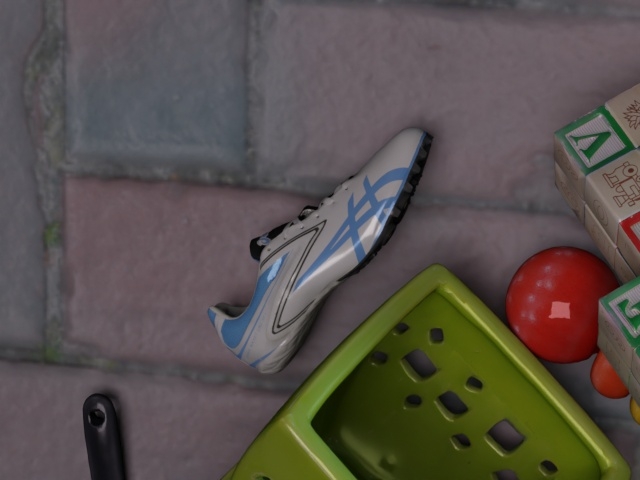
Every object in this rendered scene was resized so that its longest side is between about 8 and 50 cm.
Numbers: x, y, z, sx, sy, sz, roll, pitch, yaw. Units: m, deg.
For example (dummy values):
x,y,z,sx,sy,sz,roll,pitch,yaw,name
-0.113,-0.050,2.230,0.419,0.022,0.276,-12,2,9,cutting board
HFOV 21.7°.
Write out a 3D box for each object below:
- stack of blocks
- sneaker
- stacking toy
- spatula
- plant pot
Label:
x,y,z,sx,sy,sz,roll,pitch,yaw,name
0.277,0.034,1.161,0.171,0.087,0.297,-29,65,-5,stack of blocks
0.000,0.000,1.307,0.086,0.085,0.237,39,104,1,sneaker
0.284,0.112,1.236,0.330,0.141,0.141,29,104,12,stacking toy
-0.176,0.273,1.417,0.084,0.030,0.296,-3,98,15,spatula
0.055,0.193,1.240,0.228,0.227,0.207,47,135,2,plant pot
